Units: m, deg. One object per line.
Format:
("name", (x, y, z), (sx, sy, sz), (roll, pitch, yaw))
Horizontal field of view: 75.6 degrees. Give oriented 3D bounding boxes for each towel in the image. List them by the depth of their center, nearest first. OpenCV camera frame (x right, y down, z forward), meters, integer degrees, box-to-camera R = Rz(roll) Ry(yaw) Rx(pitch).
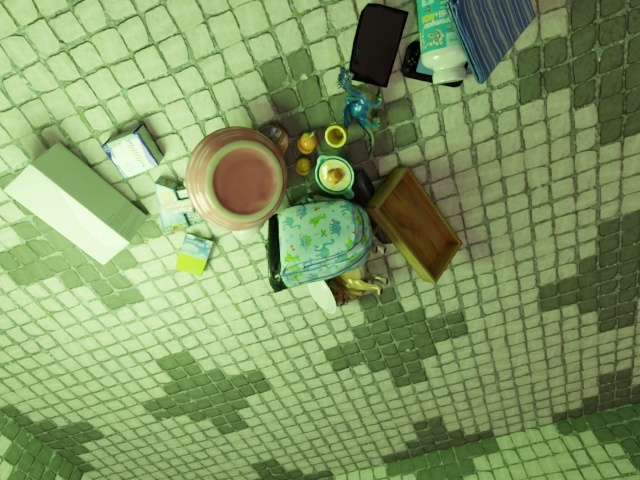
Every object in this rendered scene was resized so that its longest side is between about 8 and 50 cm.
("towel", (0.466, -0.612, 1.097), (0.336, 0.040, 0.243), (-51, 122, -18))

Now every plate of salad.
("plate of salad", (0.007, 0.203, 1.654), (0.048, 0.200, 0.200), (-31, 126, -24))

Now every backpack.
("backpack", (0.000, 0.000, 1.382), (0.355, 0.290, 0.273), (-2, 151, 0))

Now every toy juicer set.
("toy juicer set", (0.015, -0.216, 1.388), (0.209, 0.089, 0.329), (-3, 118, 22))

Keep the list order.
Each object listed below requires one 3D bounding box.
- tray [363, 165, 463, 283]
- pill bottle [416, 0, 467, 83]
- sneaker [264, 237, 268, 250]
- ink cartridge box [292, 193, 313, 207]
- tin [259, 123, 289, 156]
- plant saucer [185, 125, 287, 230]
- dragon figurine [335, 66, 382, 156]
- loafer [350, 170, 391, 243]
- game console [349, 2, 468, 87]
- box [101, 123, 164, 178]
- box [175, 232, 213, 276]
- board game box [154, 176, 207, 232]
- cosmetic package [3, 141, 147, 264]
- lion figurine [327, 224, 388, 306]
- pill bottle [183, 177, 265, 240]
("tray", (0.345, -0.050, 1.497), (0.411, 0.076, 0.203), (46, 73, -26))
("pill bottle", (0.346, -0.575, 1.132), (0.146, 0.146, 0.264), (-9, 105, 3))
("sneaker", (-0.112, -0.004, 1.560), (0.217, 0.079, 0.121), (-28, 116, 12))
("ink cartridge box", (-0.064, -0.128, 1.511), (0.083, 0.028, 0.048), (-32, 119, 17))
("tin", (-0.176, -0.302, 1.389), (0.106, 0.040, 0.190), (26, 118, -14))
("plant saucer", (-0.247, -0.188, 1.297), (0.332, 0.084, 0.332), (-8, 106, -29))
("dragon figurine", (0.115, -0.405, 1.294), (0.144, 0.085, 0.289), (2, 140, 4))
("loafer", (0.173, -0.110, 1.504), (0.095, 0.109, 0.302), (-16, 117, 27))
("game console", (0.274, -0.560, 1.239), (0.361, 0.044, 0.213), (8, 122, -9))
("box", (-0.612, -0.290, 1.353), (0.137, 0.072, 0.126), (-19, 122, 9))
("box", (-0.486, 0.049, 1.597), (0.109, 0.042, 0.178), (19, 120, -15))
("board game box", (-0.496, -0.138, 1.465), (0.194, 0.060, 0.194), (-10, 124, 4))
("cosmetic package", (-0.797, -0.122, 1.381), (0.155, 0.197, 0.365), (-34, 117, 19))
("lion figurine", (0.125, 0.094, 1.582), (0.240, 0.142, 0.392), (10, 126, 24))
("pill bottle", (-0.318, -0.142, 1.412), (0.162, 0.162, 0.278), (-28, 121, 15))
